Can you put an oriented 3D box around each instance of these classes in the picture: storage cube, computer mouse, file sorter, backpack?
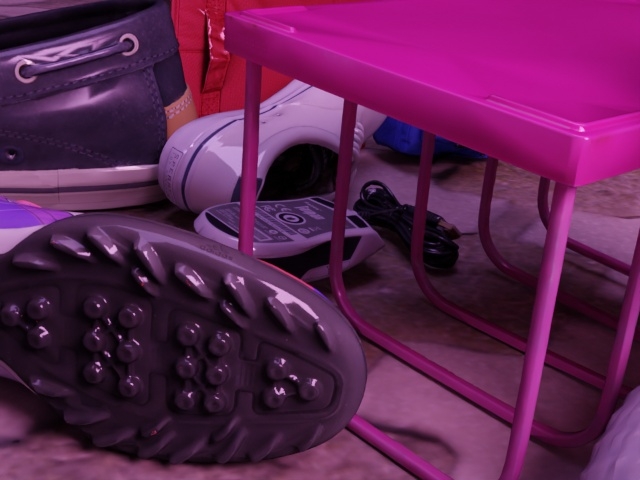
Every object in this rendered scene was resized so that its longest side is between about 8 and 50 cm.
[{"bbox_3d":[-0.069,-0.192,0.852,0.193,0.183,0.215,-4,24,-24],"label":"storage cube"},{"bbox_3d":[0.000,0.000,0.600,0.193,0.042,0.106,-8,30,-40],"label":"computer mouse"},{"bbox_3d":[0.121,-0.021,0.489,0.291,0.182,0.202,-16,32,-39],"label":"file sorter"},{"bbox_3d":[0.122,-0.116,0.827,0.120,0.098,0.101,1,20,-33],"label":"backpack"}]

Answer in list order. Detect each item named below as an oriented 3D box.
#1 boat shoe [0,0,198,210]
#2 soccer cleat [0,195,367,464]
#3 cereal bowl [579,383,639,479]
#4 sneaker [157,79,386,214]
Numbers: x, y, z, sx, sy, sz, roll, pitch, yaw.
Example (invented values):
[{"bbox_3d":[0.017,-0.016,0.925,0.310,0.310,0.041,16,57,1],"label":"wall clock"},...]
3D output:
[{"bbox_3d":[-0.329,-0.105,0.633,0.500,0.156,0.187,-3,26,-16],"label":"boat shoe"},{"bbox_3d":[-0.128,0.022,0.443,0.318,0.108,0.116,8,19,12],"label":"soccer cleat"},{"bbox_3d":[0.248,0.106,0.274,0.339,0.141,0.339,5,24,-2],"label":"cereal bowl"},{"bbox_3d":[-0.007,-0.068,0.715,0.091,0.094,0.258,31,40,24],"label":"sneaker"}]
